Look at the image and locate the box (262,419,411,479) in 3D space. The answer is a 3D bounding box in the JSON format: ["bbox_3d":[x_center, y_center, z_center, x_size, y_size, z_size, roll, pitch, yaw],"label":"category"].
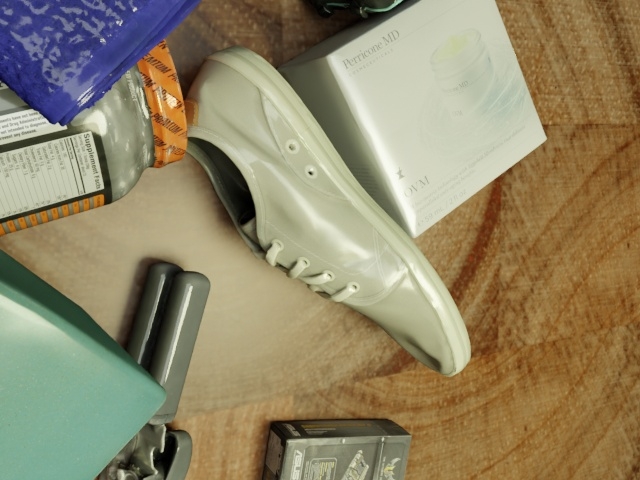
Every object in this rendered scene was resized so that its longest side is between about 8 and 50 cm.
[{"bbox_3d":[0.011,0.350,0.828,0.183,0.056,0.230,6,95,-28],"label":"box"}]

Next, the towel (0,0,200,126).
[{"bbox_3d":[-0.214,-0.256,0.426,0.308,0.076,0.227,45,71,-20],"label":"towel"}]

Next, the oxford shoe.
[{"bbox_3d":[0.000,0.000,0.711,0.130,0.169,0.449,-46,107,-19],"label":"oxford shoe"}]

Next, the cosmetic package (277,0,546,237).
[{"bbox_3d":[0.111,-0.160,0.759,0.224,0.138,0.224,-36,110,-18],"label":"cosmetic package"}]

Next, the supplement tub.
[{"bbox_3d":[-0.287,-0.098,0.535,0.316,0.194,0.193,-20,106,-24],"label":"supplement tub"}]

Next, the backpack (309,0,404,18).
[{"bbox_3d":[0.075,-0.340,0.697,0.188,0.166,0.144,-33,120,-22],"label":"backpack"}]

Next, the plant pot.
[{"bbox_3d":[-0.261,0.072,0.423,0.165,0.166,0.234,-48,135,-16],"label":"plant pot"}]

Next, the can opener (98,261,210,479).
[{"bbox_3d":[-0.174,0.168,0.713,0.095,0.076,0.283,16,90,-60],"label":"can opener"}]
